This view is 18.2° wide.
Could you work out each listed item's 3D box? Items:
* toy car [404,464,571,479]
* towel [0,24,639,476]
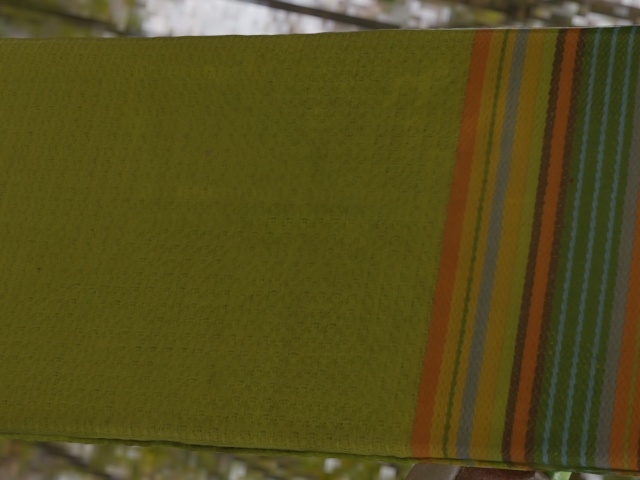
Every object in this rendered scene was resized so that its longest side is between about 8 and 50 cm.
[{"bbox_3d":[0.116,0.152,0.781,0.149,0.188,0.155,58,54,-71],"label":"toy car"},{"bbox_3d":[0.000,0.000,0.425,0.021,0.237,0.102,59,38,-56],"label":"towel"}]
